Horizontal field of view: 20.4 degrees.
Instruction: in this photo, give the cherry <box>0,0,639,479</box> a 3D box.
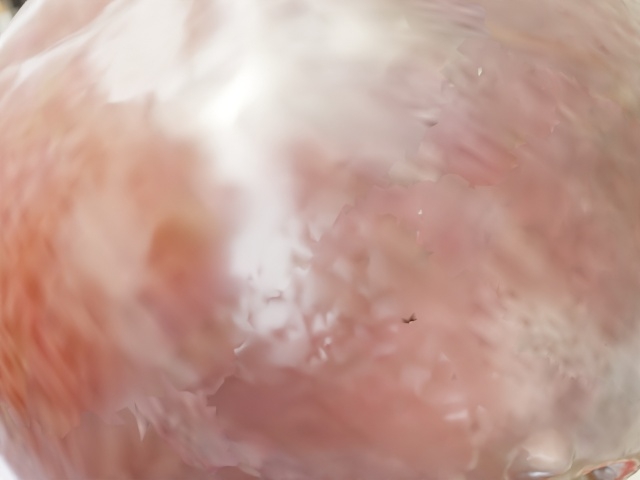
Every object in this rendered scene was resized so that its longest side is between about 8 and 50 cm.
[{"bbox_3d":[0.000,0.000,0.549,0.221,0.261,0.307,40,-177,-22],"label":"cherry"}]
